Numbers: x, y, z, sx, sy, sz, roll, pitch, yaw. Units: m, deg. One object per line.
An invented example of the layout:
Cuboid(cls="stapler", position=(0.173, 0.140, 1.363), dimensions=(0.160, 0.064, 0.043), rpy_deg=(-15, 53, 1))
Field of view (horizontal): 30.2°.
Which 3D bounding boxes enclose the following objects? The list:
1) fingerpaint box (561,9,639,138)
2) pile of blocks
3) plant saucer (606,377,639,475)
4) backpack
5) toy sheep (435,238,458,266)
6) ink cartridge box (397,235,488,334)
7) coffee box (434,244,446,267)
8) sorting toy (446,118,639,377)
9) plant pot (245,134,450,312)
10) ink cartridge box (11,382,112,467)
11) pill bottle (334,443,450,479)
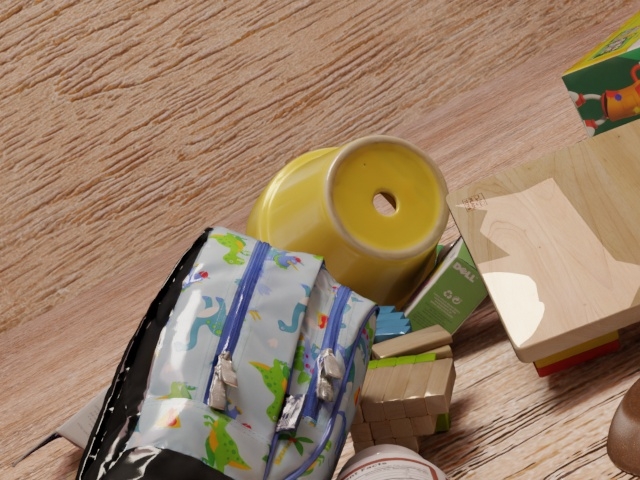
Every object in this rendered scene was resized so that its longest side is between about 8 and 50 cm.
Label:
Cuboid(cls="fingerpaint box", position=(0.688, -0.346, 2.051), dimensions=(0.371, 0.163, 0.445), rpy_deg=(-18, 14, 42))
Cuboid(cls="pile of blocks", position=(0.071, 0.160, 1.319), dimensions=(0.149, 0.112, 0.362), rpy_deg=(-16, 17, -9))
Cuboid(cls="plant saucer", position=(0.331, 0.131, 1.007), dimensions=(0.199, 0.036, 0.198), rpy_deg=(-25, 11, 5))
Cuboid(cls="backpack", position=(-0.084, 0.158, 1.044), dimensions=(0.274, 0.290, 0.355), rpy_deg=(5, 45, -8))
Cuboid(cls="toy sheep", position=(0.198, 0.039, 1.596), dimensions=(0.091, 0.091, 0.132), rpy_deg=(-29, 11, -11))
Cuboid(cls="ink cartridge box", position=(0.166, 0.053, 1.447), dimensions=(0.209, 0.062, 0.109), rpy_deg=(-52, 0, 23))
Cuboid(cls="coffee box", position=(0.141, 0.048, 1.809), dimensions=(0.113, 0.040, 0.184), rpy_deg=(-31, 11, -18))
Cuboid(cls="sorting toy", position=(0.297, 0.012, 1.263), dimensions=(0.256, 0.089, 0.257), rpy_deg=(-21, 40, 3))
Cuboid(cls="plant pot", position=(0.049, -0.018, 1.536), dimensions=(0.254, 0.254, 0.239), rpy_deg=(-31, -5, -22))
Cuboid(cls="ink cartridge box", position=(-0.254, 0.212, 1.675), dimensions=(0.330, 0.071, 0.324), rpy_deg=(-41, -1, -2))
Cuboid(cls="pill bottle", position=(0.060, 0.238, 0.915), dimensions=(0.121, 0.121, 0.216), rpy_deg=(-26, 10, 3))
